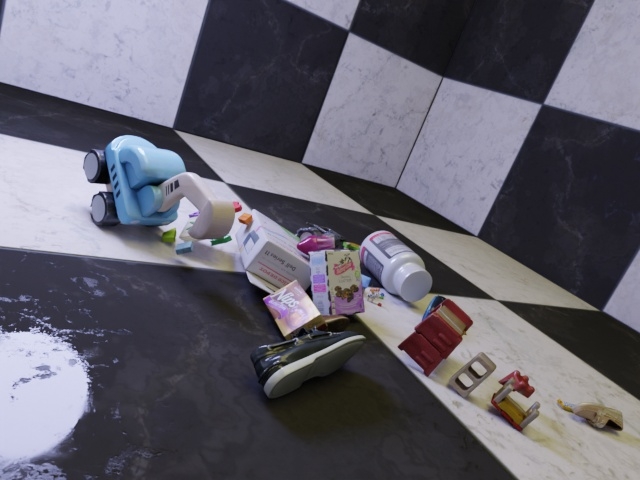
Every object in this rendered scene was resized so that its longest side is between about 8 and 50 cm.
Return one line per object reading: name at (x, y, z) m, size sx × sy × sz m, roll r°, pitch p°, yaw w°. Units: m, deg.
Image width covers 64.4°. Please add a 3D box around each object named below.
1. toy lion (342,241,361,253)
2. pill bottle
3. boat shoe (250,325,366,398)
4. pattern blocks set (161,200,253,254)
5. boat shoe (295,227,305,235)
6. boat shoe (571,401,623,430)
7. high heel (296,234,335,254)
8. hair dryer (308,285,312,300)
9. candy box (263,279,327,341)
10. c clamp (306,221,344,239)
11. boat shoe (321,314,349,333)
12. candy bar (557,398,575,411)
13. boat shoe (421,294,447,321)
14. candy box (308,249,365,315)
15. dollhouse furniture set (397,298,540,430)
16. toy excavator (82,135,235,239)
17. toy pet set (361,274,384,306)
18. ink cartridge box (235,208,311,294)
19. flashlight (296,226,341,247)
toy lion at (0.144, 0.026, 2.258) m, size 0.100 × 0.034 × 0.096 m, roll 16°, pitch 10°, yaw -17°
pill bottle at (0.287, 0.100, 1.939) m, size 0.177 × 0.176 × 0.318 m, roll 13°, pitch 19°, yaw -26°
boat shoe at (-0.026, 0.251, 1.165) m, size 0.340 × 0.127 × 0.113 m, roll -13°, pitch 49°, yaw -48°
pattern blocks set at (-0.359, -0.047, 1.610) m, size 0.286 × 0.026 × 0.325 m, roll -17°, pitch 24°, yaw -12°
boat shoe at (-0.074, 0.000, 2.012) m, size 0.063 × 0.066 × 0.184 m, roll 37°, pitch 15°, yaw 1°
boat shoe at (0.814, 0.516, 1.482) m, size 0.170 × 0.063 × 0.059 m, roll 15°, pitch 49°, yaw -12°
high heel at (-0.021, 0.030, 1.641) m, size 0.117 × 0.082 × 0.244 m, roll -5°, pitch -4°, yaw -4°
hair dryer at (-0.016, 0.104, 1.721) m, size 0.224 × 0.080 × 0.294 m, roll 6°, pitch 21°, yaw -39°
candy box at (-0.069, 0.188, 1.336) m, size 0.186 × 0.109 × 0.053 m, roll 49°, pitch -13°, yaw 55°
c clamp at (0.030, -0.038, 2.336) m, size 0.161 × 0.022 × 0.137 m, roll 30°, pitch 13°, yaw 31°
boat shoe at (0.009, 0.227, 1.391) m, size 0.178 × 0.064 × 0.060 m, roll 0°, pitch 29°, yaw -46°
candy bar at (0.789, 0.514, 1.534) m, size 0.162 × 0.018 × 0.040 m, roll 20°, pitch 16°, yaw -7°
boat shoe at (0.428, 0.244, 1.789) m, size 0.089 × 0.108 × 0.258 m, roll 31°, pitch 21°, yaw 18°
candy box at (0.050, 0.127, 1.522) m, size 0.070 × 0.196 × 0.165 m, roll -10°, pitch -7°, yaw 41°
dollhouse furniture set at (0.421, 0.355, 1.428) m, size 0.374 × 0.152 × 0.201 m, roll 45°, pitch 23°, yaw 16°
toy excavator at (-0.467, -0.153, 1.493) m, size 0.222 × 0.445 × 0.432 m, roll 0°, pitch 69°, yaw -51°
toy pet set at (0.181, 0.165, 1.796) m, size 0.114 × 0.065 × 0.122 m, roll 23°, pitch 16°, yaw 4°
ink cartridge box at (-0.135, 0.053, 1.581) m, size 0.207 × 0.119 × 0.353 m, roll 33°, pitch 11°, yaw -26°
flashlight at (0.000, 0.000, 1.955) m, size 0.103 × 0.103 × 0.304 m, roll 24°, pitch 9°, yaw 20°
